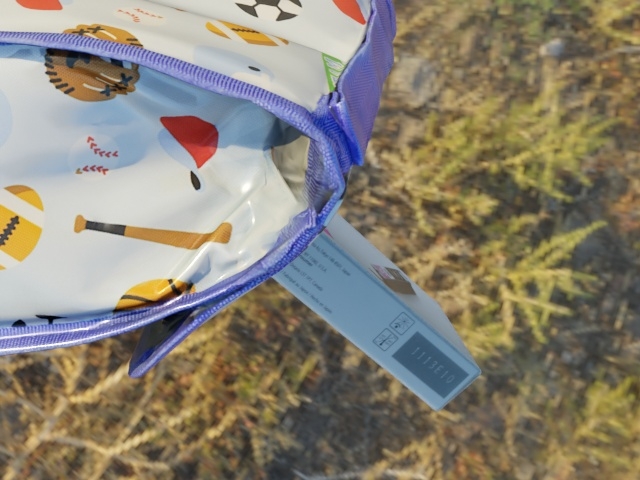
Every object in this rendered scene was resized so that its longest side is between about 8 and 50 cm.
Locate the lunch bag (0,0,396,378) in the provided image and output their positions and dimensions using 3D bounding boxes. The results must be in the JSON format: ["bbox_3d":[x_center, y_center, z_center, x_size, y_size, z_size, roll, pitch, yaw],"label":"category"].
[{"bbox_3d":[-0.149,-0.074,0.896,0.386,0.328,0.238,-7,114,11],"label":"lunch bag"}]

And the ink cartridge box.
[{"bbox_3d":[0.000,0.000,1.225,0.060,0.239,0.275,-44,120,10],"label":"ink cartridge box"}]
